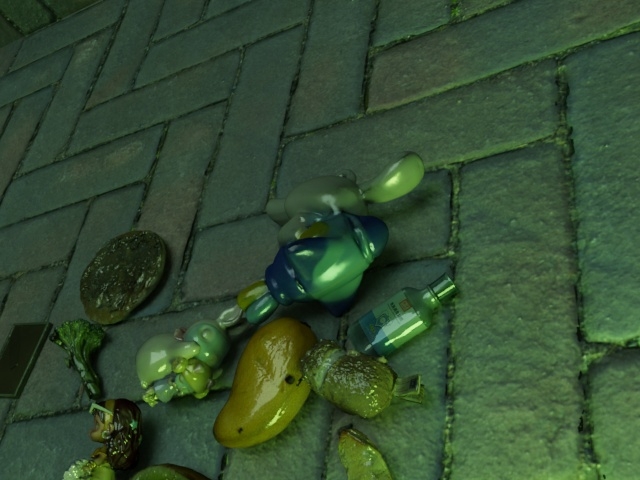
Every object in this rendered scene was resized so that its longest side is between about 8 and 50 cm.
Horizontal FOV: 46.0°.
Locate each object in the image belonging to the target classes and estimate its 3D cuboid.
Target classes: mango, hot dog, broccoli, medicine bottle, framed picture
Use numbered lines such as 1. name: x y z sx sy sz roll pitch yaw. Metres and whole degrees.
1. mango: -0.093 0.262 1.366 0.157 0.109 0.262 23 78 35
2. hot dog: 0.079 0.373 1.180 0.078 0.061 0.168 -25 71 28
3. broccoli: -0.532 0.269 1.696 0.122 0.118 0.204 -28 59 -1
4. medicine bottle: 0.147 0.132 1.329 0.208 0.054 0.090 -36 45 8
5. framed picture: -0.762 0.298 1.891 0.150 0.015 0.203 -7 54 33

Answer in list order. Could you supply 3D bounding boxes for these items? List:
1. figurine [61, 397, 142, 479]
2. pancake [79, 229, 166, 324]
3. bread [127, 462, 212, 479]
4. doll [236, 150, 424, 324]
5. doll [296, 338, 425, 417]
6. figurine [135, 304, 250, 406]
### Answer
1. figurine: -0.411 0.423 1.451 0.116 0.174 0.240 13 70 -1
2. pancake: -0.479 0.079 1.834 0.282 0.049 0.282 -21 47 23
3. bread: -0.287 0.505 1.337 0.236 0.070 0.236 -21 46 23
4. doll: 0.007 0.005 1.464 0.376 0.187 0.365 -36 26 48
5. doll: 0.068 0.238 1.263 0.221 0.105 0.115 15 48 21
6. figurine: -0.242 0.224 1.492 0.236 0.127 0.155 -25 27 14
